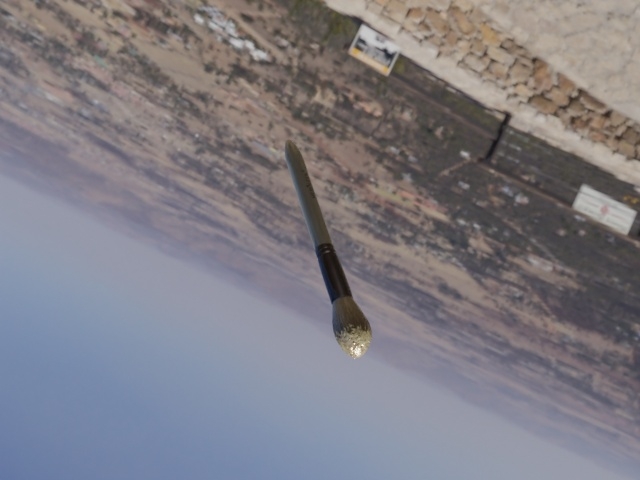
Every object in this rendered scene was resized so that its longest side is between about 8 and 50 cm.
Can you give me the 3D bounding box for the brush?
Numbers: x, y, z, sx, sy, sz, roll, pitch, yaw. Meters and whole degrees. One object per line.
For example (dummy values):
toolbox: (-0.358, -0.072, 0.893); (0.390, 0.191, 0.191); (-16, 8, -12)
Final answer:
brush: (0.000, 0.000, 0.849); (0.042, 0.039, 0.299); (47, -160, -57)
